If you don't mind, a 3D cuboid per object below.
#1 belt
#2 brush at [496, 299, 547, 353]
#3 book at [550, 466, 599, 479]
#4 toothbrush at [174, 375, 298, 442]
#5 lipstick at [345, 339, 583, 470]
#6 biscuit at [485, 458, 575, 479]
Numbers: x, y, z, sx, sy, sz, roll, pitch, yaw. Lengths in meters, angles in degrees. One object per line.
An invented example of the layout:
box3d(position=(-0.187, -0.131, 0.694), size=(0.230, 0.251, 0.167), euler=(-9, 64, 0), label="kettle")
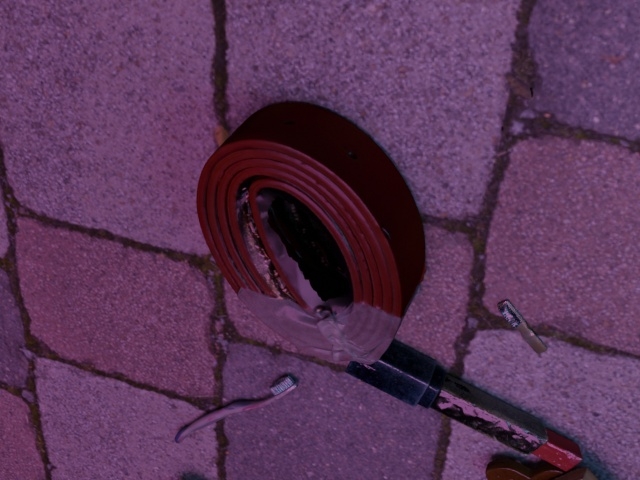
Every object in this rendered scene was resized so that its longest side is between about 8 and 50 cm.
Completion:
box3d(position=(0.000, 0.000, 1.123), size=(0.227, 0.115, 0.324), euler=(-21, 112, 34), label="belt")
box3d(position=(0.242, 0.106, 1.152), size=(0.016, 0.013, 0.084), euler=(-32, 106, 34), label="brush")
box3d(position=(0.307, 0.393, 1.265), size=(0.161, 0.026, 0.231), euler=(44, 129, -11), label="book")
box3d(position=(-0.130, 0.250, 1.403), size=(0.269, 0.021, 0.027), euler=(-31, 93, 35), label="toothbrush")
box3d(position=(0.184, 0.209, 1.222), size=(0.312, 0.051, 0.051), euler=(26, 126, 3), label="lipstick")
box3d(position=(0.293, 0.372, 1.292), size=(0.138, 0.031, 0.205), euler=(-4, 119, 26), label="biscuit")
